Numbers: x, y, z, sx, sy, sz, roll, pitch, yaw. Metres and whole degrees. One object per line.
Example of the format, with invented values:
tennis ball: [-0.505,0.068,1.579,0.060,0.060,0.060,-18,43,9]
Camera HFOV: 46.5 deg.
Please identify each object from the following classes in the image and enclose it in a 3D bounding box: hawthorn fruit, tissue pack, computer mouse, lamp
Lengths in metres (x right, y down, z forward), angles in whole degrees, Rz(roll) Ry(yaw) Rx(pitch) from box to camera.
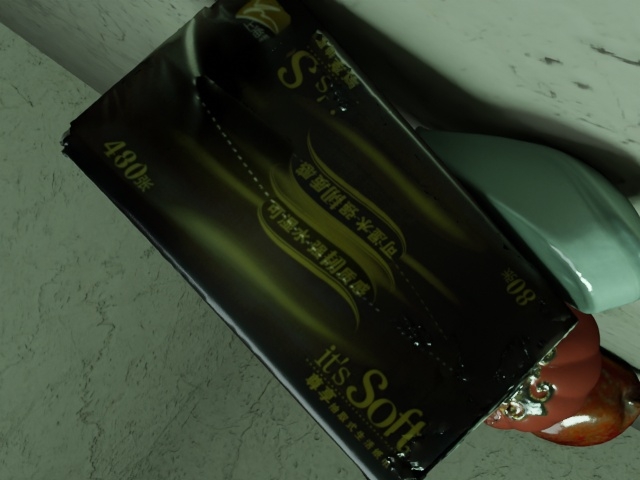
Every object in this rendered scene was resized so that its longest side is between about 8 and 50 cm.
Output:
hawthorn fruit: [0.490,0.290,1.378,0.248,0.207,0.208,4,158,42]
tissue pack: [0.000,0.000,0.610,0.370,0.210,0.198,47,172,-5]
computer mouse: [0.164,-0.027,0.584,0.231,0.079,0.128,40,170,46]
lamp: [0.262,0.149,1.008,0.227,0.226,0.227,31,177,2]
